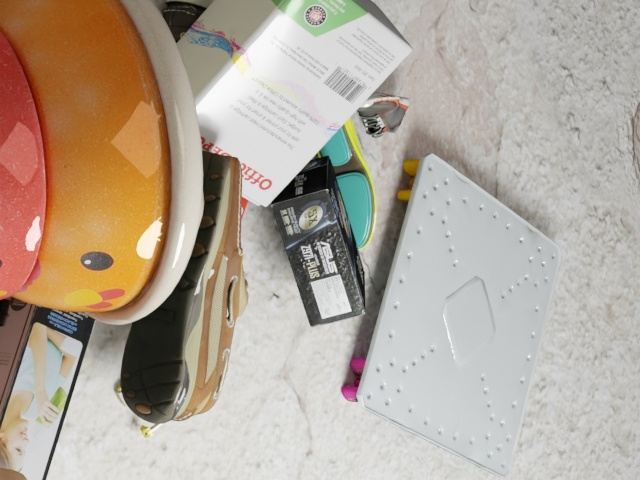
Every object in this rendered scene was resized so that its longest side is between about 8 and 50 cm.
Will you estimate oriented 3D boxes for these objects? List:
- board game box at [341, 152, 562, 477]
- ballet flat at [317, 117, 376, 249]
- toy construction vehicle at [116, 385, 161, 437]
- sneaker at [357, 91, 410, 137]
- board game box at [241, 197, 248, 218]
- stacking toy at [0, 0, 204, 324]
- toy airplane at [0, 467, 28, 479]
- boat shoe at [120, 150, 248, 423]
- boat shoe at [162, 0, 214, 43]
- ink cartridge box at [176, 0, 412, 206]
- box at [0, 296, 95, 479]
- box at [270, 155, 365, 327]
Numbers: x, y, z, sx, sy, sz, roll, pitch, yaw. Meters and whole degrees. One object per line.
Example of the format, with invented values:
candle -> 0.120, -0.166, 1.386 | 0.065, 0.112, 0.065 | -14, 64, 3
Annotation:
board game box -> 0.208, 0.120, 2.305 | 0.390, 0.050, 0.390 | 31, 68, -44
ballet flat -> 0.035, -0.104, 2.100 | 0.077, 0.077, 0.231 | -48, 126, -64
toy construction vehicle -> -0.199, 0.182, 1.868 | 0.098, 0.035, 0.086 | -42, 120, -39
sneaker -> 0.083, -0.175, 2.140 | 0.158, 0.061, 0.065 | -1, 104, -63
board game box -> -0.178, -0.001, 1.880 | 0.147, 0.045, 0.193 | 35, 65, -43
stacking toy -> -0.375, -0.062, 1.329 | 0.480, 0.350, 0.351 | -11, 99, -34
toy airplane -> -0.501, 0.215, 1.350 | 0.386, 0.272, 0.384 | 40, 39, 2
boat shoe -> -0.149, 0.057, 1.804 | 0.120, 0.122, 0.324 | 13, 90, -52
boat shoe -> -0.110, -0.245, 1.931 | 0.227, 0.081, 0.069 | 21, 78, -39
ink cartridge box -> -0.060, -0.205, 1.852 | 0.278, 0.117, 0.201 | -46, 135, 13
box -> -0.350, 0.162, 1.605 | 0.087, 0.169, 0.290 | 33, 66, -46
box -> 0.000, 0.000, 2.000 | 0.147, 0.077, 0.180 | -87, 160, -70
